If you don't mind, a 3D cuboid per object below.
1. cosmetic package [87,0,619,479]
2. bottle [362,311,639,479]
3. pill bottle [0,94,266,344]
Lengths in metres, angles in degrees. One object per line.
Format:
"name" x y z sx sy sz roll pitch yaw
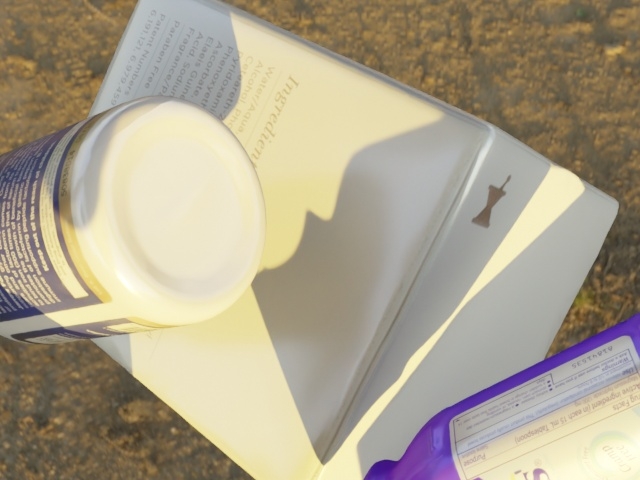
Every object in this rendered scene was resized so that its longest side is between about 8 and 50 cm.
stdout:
"cosmetic package" 0.000 0.000 0.898 0.393 0.329 0.327 31 99 33
"bottle" 0.112 0.146 0.557 0.282 0.118 0.092 -30 24 18
"pill bottle" -0.179 -0.003 0.690 0.264 0.153 0.153 -11 41 42
